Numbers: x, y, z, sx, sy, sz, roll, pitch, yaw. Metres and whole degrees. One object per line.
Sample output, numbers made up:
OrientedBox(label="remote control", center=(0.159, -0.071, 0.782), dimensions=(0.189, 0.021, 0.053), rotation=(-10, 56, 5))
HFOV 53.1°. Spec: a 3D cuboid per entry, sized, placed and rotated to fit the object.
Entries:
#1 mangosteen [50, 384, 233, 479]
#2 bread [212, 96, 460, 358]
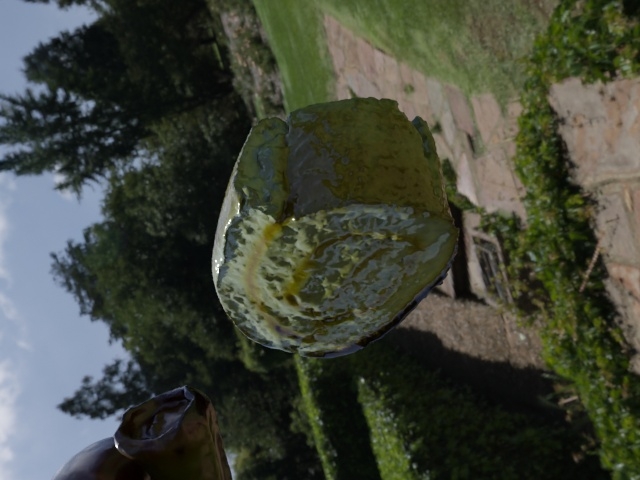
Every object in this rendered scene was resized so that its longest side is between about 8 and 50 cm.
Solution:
OrientedBox(label="mangosteen", center=(-0.139, 0.327, 0.422), dimensions=(0.382, 0.381, 0.436), rotation=(82, -162, -65))
OrientedBox(label="bread", center=(0.000, 0.000, 0.554), dimensions=(0.257, 0.185, 0.124), rotation=(120, 161, -46))
